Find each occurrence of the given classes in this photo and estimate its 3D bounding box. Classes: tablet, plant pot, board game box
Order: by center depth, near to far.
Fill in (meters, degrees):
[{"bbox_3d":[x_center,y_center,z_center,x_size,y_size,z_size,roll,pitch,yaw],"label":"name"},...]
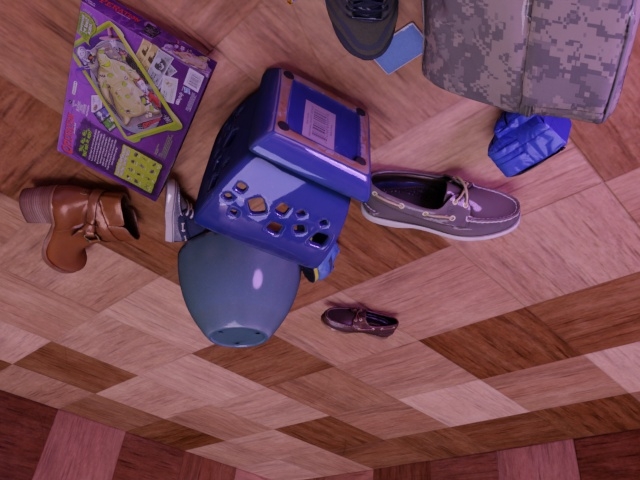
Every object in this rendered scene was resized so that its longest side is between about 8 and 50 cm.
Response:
[{"bbox_3d":[0.121,-0.292,0.860,0.083,0.006,0.054,-25,133,34],"label":"tablet"},{"bbox_3d":[-0.046,-0.127,0.927,0.236,0.236,0.212,23,135,-21],"label":"plant pot"},{"bbox_3d":[-0.327,-0.223,0.961,0.208,0.056,0.347,26,140,-15],"label":"board game box"},{"bbox_3d":[-0.184,0.129,1.280,0.290,0.195,0.290,-2,150,-1],"label":"plant pot"}]

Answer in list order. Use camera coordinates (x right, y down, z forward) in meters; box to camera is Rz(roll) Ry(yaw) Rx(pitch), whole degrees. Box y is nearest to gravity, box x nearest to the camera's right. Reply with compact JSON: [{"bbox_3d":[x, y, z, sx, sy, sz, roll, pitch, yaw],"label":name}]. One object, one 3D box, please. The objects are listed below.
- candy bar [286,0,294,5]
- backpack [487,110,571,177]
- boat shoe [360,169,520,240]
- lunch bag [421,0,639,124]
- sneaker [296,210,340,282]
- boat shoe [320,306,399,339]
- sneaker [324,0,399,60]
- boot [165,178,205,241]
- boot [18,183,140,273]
[{"bbox_3d":[0.019,-0.363,0.769,0.162,0.018,0.040,-11,140,21],"label":"candy bar"},{"bbox_3d":[0.331,-0.171,0.922,0.101,0.098,0.120,46,135,-3],"label":"backpack"},{"bbox_3d":[0.228,-0.072,1.056,0.305,0.109,0.091,7,149,6],"label":"boat shoe"},{"bbox_3d":[0.234,-0.311,0.648,0.256,0.212,0.305,12,144,22],"label":"lunch bag"},{"bbox_3d":[0.000,0.000,1.240,0.082,0.069,0.209,-27,137,-25],"label":"sneaker"},{"bbox_3d":[0.107,0.209,1.492,0.207,0.073,0.073,11,142,-18],"label":"boat shoe"},{"bbox_3d":[0.051,-0.325,0.686,0.111,0.121,0.300,-4,154,6],"label":"sneaker"},{"bbox_3d":[-0.286,-0.063,1.196,0.086,0.069,0.190,0,148,-15],"label":"boot"},{"bbox_3d":[-0.510,-0.020,1.263,0.220,0.109,0.283,1,136,1],"label":"boot"}]
